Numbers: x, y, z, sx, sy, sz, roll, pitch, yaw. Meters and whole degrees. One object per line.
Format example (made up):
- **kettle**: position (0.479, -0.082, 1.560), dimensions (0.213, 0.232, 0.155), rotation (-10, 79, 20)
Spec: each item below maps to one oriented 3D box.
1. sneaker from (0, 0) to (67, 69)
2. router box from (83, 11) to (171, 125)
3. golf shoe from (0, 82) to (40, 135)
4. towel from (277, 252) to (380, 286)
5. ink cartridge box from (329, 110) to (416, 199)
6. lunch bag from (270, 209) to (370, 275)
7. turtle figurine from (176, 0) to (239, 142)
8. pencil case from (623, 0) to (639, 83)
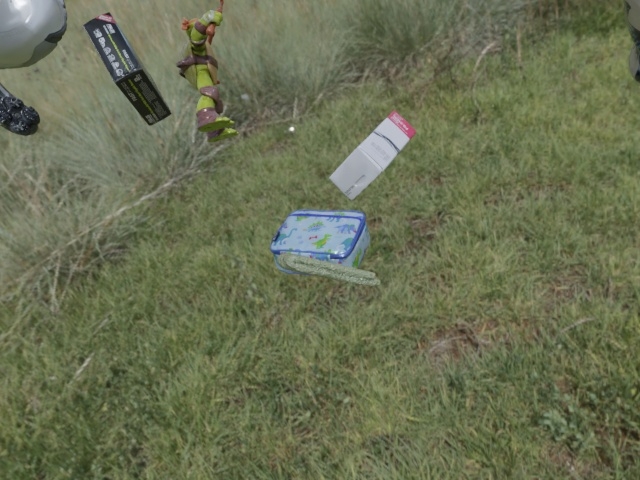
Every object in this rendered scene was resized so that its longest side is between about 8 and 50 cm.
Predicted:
- **sneaker**: position (-0.319, -0.244, 0.381), dimensions (0.111, 0.297, 0.129), rotation (-49, 3, -9)
- **router box**: position (-0.246, -0.218, 0.682), dimensions (0.038, 0.122, 0.092), rotation (-30, 78, -5)
- **golf shoe**: position (-0.620, -0.267, 0.980), dimensions (0.077, 0.198, 0.094), rotation (-49, 20, -20)
- **towel**: position (0.010, 0.046, 0.815), dimensions (0.148, 0.027, 0.110), rotation (14, -4, -13)
- **ink cartridge box**: position (0.154, -0.250, 1.547), dimensions (0.237, 0.100, 0.172), rotation (-49, 4, -40)
- **lunch bag**: position (0.000, 0.000, 1.265), dimensions (0.219, 0.090, 0.176), rotation (5, 42, 26)
- **turtle figurine**: position (-0.194, -0.287, 0.877), dimensions (0.087, 0.217, 0.269), rotation (-11, -5, -16)
- **pencil case**: position (0.368, -0.341, 0.547), dimensions (0.160, 0.410, 0.184), rotation (-18, 49, 33)
